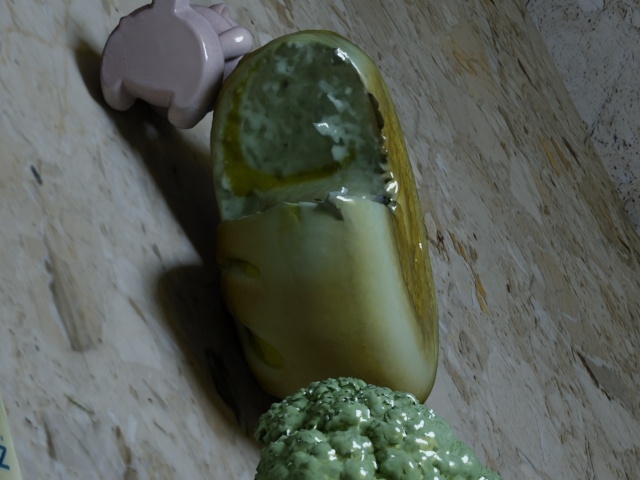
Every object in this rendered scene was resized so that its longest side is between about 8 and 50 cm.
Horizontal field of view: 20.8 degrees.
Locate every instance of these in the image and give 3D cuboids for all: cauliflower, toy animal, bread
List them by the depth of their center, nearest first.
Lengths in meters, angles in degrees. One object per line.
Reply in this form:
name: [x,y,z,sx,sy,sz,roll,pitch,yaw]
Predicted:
cauliflower: [0.030,0.248,1.172,0.272,0.275,0.250,33,-5,-18]
bread: [0.000,0.000,1.440,0.333,0.160,0.333,-11,90,-78]
toy animal: [-0.108,-0.154,1.512,0.124,0.124,0.212,60,15,2]

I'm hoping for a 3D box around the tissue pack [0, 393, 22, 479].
tissue pack: [-0.253,0.079,0.893,0.196,0.092,0.148,28,37,-55]
